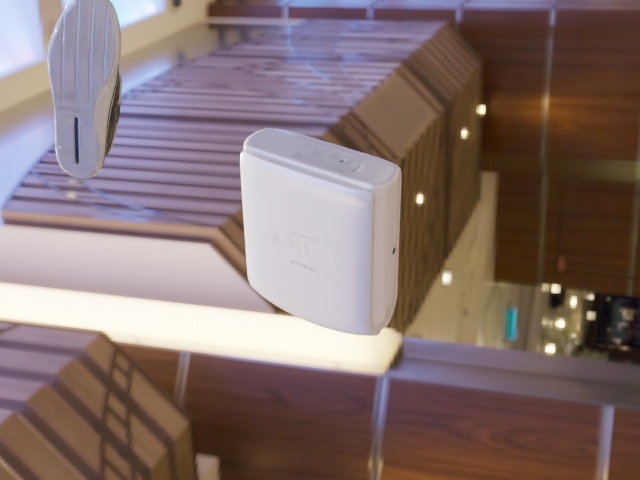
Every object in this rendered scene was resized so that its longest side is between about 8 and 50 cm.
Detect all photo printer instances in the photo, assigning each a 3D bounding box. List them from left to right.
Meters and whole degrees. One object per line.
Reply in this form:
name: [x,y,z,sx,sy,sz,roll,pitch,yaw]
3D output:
photo printer: [0.000,0.000,1.622,0.107,0.256,0.308,-42,-37,-43]

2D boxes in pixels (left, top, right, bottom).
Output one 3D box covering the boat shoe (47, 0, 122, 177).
boat shoe: [-0.411,-0.279,1.847,0.119,0.121,0.335,-79,2,-64]
